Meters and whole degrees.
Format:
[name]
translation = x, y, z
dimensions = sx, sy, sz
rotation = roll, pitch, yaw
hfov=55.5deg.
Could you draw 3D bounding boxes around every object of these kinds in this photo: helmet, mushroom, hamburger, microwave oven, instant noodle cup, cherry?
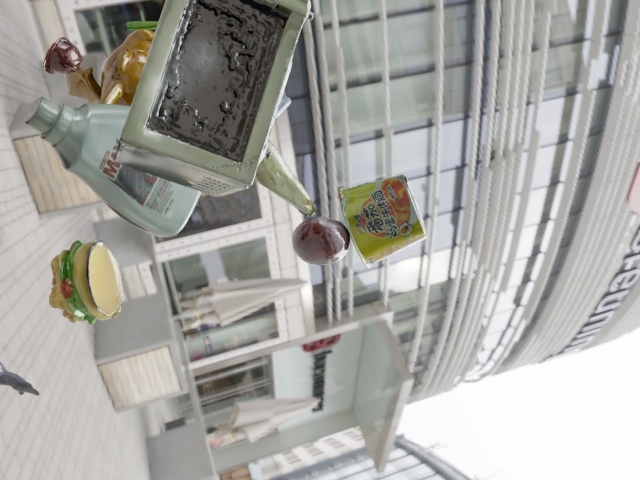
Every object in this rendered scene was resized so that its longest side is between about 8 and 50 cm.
[helmet]
translation = -0.577, -0.410, 1.387
dimensions = 0.089, 0.057, 0.111
rotation = -61, -172, 22
[mushroom]
translation = -0.137, -0.195, 1.734
dimensions = 0.333, 0.107, 0.087
rotation = 57, -18, -11
[hamburger]
translation = -0.654, 0.116, 1.675
dimensions = 0.237, 0.149, 0.236
rotation = -10, 90, -84
[microwave oven]
translation = -0.165, -0.267, 0.970
dimensions = 0.286, 0.219, 0.354
rotation = -2, -110, 70
[instant noodle cup]
translation = 0.193, -0.068, 1.809
dimensions = 0.264, 0.200, 0.264
rotation = -19, 90, -78
[cherry]
translation = 0.004, 0.000, 1.740
dimensions = 0.176, 0.176, 0.139
rotation = 149, -56, -76

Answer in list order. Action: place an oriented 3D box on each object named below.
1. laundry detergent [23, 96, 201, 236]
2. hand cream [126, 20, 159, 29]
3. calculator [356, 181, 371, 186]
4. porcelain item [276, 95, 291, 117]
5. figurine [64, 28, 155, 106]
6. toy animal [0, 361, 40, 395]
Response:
[laundry detergent]
translation = -0.443, -0.196, 1.347
dimensions = 0.125, 0.398, 0.263
rotation = 12, -106, 47
[hand cream]
translation = -0.469, -0.590, 1.668
dimensions = 0.036, 0.122, 0.023
rotation = 20, 70, -83
[calculator]
translation = 0.187, -0.138, 2.389
dimensions = 0.302, 0.189, 0.042
rotation = -95, 174, -47
[porcelain item]
translation = -0.292, -0.506, 1.844
dimensions = 0.405, 0.242, 0.178
rotation = 45, -45, -12
[figurine]
translation = -0.517, -0.358, 1.686
dimensions = 0.387, 0.268, 0.400
rotation = -24, -94, 63
[toy animal]
translation = -0.975, 0.340, 1.699
dimensions = 0.367, 0.206, 0.081
rotation = 46, 43, -26
